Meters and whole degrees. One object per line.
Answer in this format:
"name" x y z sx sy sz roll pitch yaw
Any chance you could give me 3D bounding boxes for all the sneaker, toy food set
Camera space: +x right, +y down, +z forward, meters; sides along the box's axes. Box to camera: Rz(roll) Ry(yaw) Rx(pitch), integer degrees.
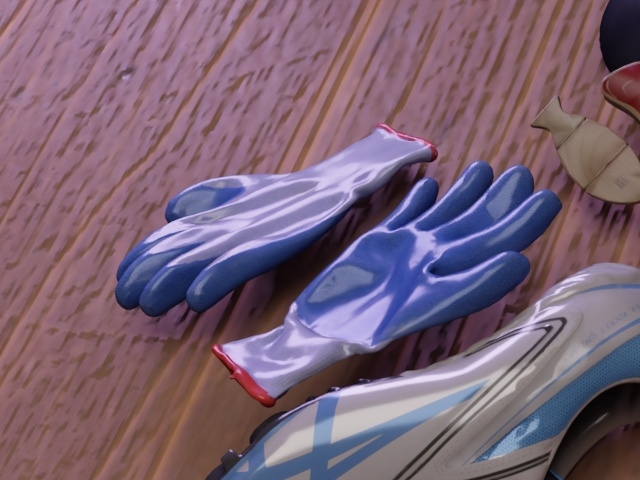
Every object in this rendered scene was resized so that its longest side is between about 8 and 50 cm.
"sneaker" 0.042 0.092 0.719 0.237 0.085 0.086 -28 63 -3
"toy food set" 0.156 -0.029 0.800 0.078 0.019 0.122 -39 70 6

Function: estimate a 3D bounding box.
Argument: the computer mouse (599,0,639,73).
"computer mouse" 0.257 -0.103 0.814 0.272 0.072 0.188 6 58 17

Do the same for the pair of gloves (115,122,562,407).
"pair of gloves" 0.000 0.000 0.789 0.159 0.023 0.198 -30 30 -18
